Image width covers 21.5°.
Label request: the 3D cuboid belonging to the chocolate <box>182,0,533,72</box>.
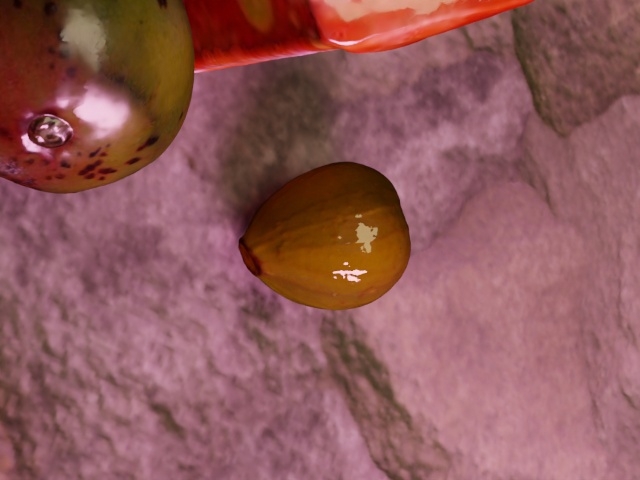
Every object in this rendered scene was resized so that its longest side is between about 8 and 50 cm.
[{"bbox_3d":[-0.034,-0.188,0.736,0.108,0.235,0.237,-27,105,-23],"label":"chocolate"}]

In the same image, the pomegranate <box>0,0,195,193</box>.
[{"bbox_3d":[-0.117,-0.081,0.734,0.130,0.130,0.130,3,85,-38],"label":"pomegranate"}]

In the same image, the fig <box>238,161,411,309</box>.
[{"bbox_3d":[0.000,0.000,0.841,0.088,0.074,0.074,-12,94,-24],"label":"fig"}]
